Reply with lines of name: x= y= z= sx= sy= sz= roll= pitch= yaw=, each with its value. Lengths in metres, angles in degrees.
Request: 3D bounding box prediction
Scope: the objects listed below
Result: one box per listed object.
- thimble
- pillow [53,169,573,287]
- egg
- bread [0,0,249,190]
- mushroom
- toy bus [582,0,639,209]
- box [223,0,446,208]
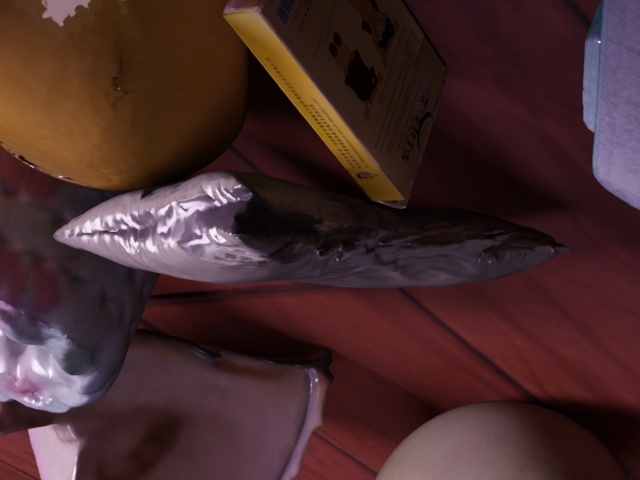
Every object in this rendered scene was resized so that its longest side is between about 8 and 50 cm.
thimble: x=-0.185 y=-0.011 z=0.826 sx=0.185 sy=0.149 sz=0.211 roll=5 pitch=153 yaw=29
pillow: x=0.000 y=0.000 z=0.756 sx=0.230 sy=0.050 sz=0.148 roll=7 pitch=179 yaw=-44
egg: x=0.121 y=0.207 z=1.044 sx=0.189 sy=0.188 sz=0.253 roll=15 pitch=165 yaw=3
bread: x=-0.103 y=-0.092 z=0.665 sx=0.147 sy=0.098 sz=0.217 roll=10 pitch=156 yaw=6
mushroom: x=-0.142 y=0.141 z=1.053 sx=0.236 sy=0.162 sz=0.173 roll=15 pitch=164 yaw=-33
toy bus: x=0.151 y=-0.088 z=0.526 sx=0.109 sy=0.091 sz=0.261 roll=21 pitch=157 yaw=17
box: x=0.011 y=-0.081 z=0.641 sx=0.020 sy=0.073 sz=0.149 roll=3 pitch=151 yaw=31
